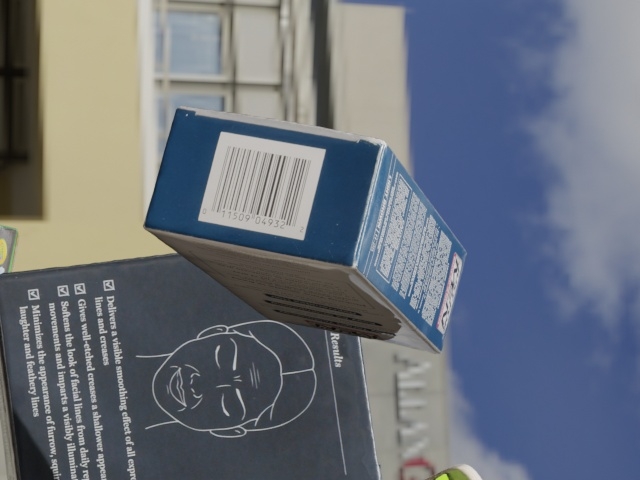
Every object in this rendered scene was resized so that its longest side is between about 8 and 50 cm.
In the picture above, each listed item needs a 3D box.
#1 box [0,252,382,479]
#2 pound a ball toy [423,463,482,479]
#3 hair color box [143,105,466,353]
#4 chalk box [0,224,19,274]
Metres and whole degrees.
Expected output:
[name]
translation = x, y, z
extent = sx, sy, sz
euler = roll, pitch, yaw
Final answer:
[box]
translation = -0.160, 0.168, 1.902
extent = 0.212, 0.396, 0.293
euler = 152, -69, -75
[pound a ball toy]
translation = 0.060, 0.302, 1.162
extent = 0.136, 0.208, 0.319
euler = -35, -98, 38
[hair color box]
translation = 0.000, 0.000, 1.408
extent = 0.347, 0.174, 0.105
euler = 46, 57, -70
[chalk box]
translation = -0.471, 0.032, 2.112
extent = 0.132, 0.213, 0.132
euler = 10, -93, 33
